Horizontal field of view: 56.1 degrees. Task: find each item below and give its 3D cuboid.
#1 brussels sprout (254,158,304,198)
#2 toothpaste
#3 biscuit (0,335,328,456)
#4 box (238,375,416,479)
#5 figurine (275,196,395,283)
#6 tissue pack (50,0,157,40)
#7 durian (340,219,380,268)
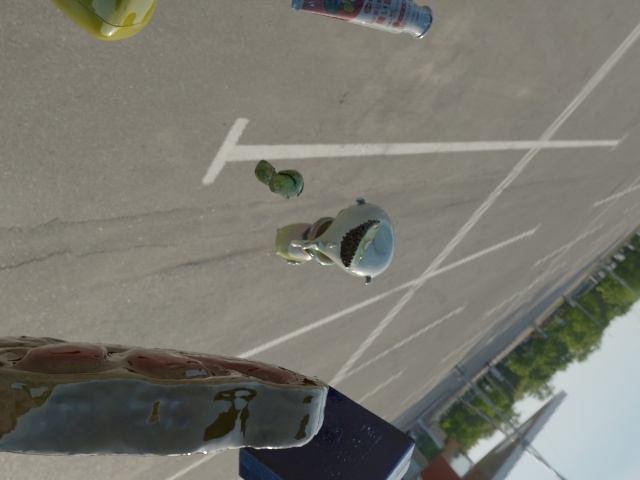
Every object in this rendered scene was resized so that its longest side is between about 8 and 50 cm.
[{"bbox_3d":[-0.068,-0.095,0.942,0.051,0.083,0.046,-39,146,-66],"label":"brussels sprout"},{"bbox_3d":[0.063,-0.351,0.876,0.234,0.057,0.089,5,103,-34],"label":"toothpaste"},{"bbox_3d":[-0.177,0.119,0.492,0.381,0.074,0.359,16,163,-33],"label":"biscuit"},{"bbox_3d":[0.014,0.460,1.275,0.261,0.279,0.116,-33,142,-45],"label":"box"},{"bbox_3d":[0.000,0.000,1.627,0.394,0.226,0.275,0,-179,44],"label":"figurine"},{"bbox_3d":[-0.347,-0.390,0.917,0.127,0.178,0.123,-49,-179,33],"label":"tissue pack"},{"bbox_3d":[0.087,0.002,1.275,0.130,0.066,0.052,-56,-154,-13],"label":"durian"}]
